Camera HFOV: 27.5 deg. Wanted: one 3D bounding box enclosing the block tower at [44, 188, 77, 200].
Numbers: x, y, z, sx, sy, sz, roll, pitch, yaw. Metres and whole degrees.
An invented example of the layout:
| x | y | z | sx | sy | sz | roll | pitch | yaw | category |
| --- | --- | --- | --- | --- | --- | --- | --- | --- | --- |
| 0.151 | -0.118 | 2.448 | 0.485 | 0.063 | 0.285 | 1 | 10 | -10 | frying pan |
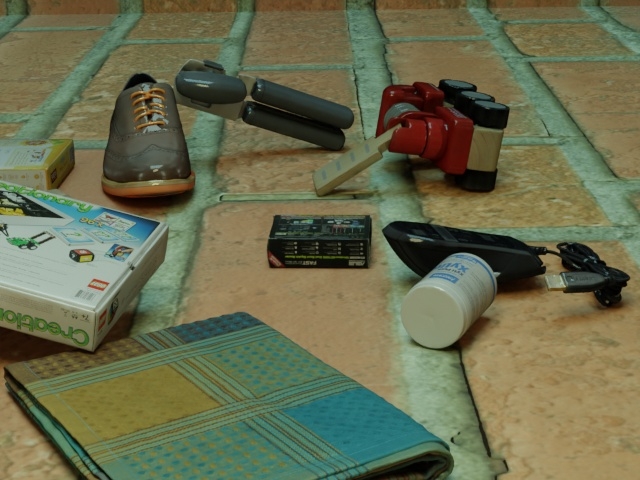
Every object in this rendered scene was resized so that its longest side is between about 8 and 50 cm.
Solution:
| x | y | z | sx | sy | sz | roll | pitch | yaw | category |
| --- | --- | --- | --- | --- | --- | --- | --- | --- | --- |
| -0.423 | 0.022 | 1.440 | 0.336 | 0.097 | 0.091 | -15 | 24 | -33 | block tower |

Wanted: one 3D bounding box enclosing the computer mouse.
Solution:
| x | y | z | sx | sy | sz | roll | pitch | yaw | category |
| --- | --- | --- | --- | --- | --- | --- | --- | --- | --- |
| 0.202 | 0.036 | 1.430 | 0.262 | 0.060 | 0.184 | 6 | 13 | -14 | computer mouse |

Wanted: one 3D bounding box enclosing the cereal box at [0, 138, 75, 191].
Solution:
| x | y | z | sx | sy | sz | roll | pitch | yaw | category |
| --- | --- | --- | --- | --- | --- | --- | --- | --- | --- |
| -0.488 | -0.106 | 1.877 | 0.240 | 0.047 | 0.173 | 0 | 19 | 3 | cereal box |

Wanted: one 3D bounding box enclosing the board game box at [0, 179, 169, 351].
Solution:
| x | y | z | sx | sy | sz | roll | pitch | yaw | category |
| --- | --- | --- | --- | --- | --- | --- | --- | --- | --- |
| -0.331 | 0.007 | 1.329 | 0.305 | 0.053 | 0.193 | 14 | 29 | 9 | board game box |

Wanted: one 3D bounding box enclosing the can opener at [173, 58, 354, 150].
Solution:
| x | y | z | sx | sy | sz | roll | pitch | yaw | category |
| --- | --- | --- | --- | --- | --- | --- | --- | --- | --- |
| -0.085 | -0.195 | 1.959 | 0.284 | 0.076 | 0.095 | 16 | 24 | -16 | can opener |

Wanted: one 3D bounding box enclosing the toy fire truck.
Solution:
| x | y | z | sx | sy | sz | roll | pitch | yaw | category |
| --- | --- | --- | --- | --- | --- | --- | --- | --- | --- |
| 0.113 | -0.142 | 1.850 | 0.246 | 0.158 | 0.217 | 5 | 18 | -15 | toy fire truck |

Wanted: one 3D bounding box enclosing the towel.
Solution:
| x | y | z | sx | sy | sz | roll | pitch | yaw | category |
| --- | --- | --- | --- | --- | --- | --- | --- | --- | --- |
| -0.094 | 0.153 | 1.137 | 0.272 | 0.040 | 0.370 | -11 | 20 | -29 | towel |

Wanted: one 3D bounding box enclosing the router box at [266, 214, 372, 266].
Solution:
| x | y | z | sx | sy | sz | roll | pitch | yaw | category |
| --- | --- | --- | --- | --- | --- | --- | --- | --- | --- |
| 0.000 | 0.000 | 1.565 | 0.123 | 0.038 | 0.092 | 1 | 20 | 4 | router box |

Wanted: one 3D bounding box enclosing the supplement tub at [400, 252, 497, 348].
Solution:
| x | y | z | sx | sy | sz | roll | pitch | yaw | category |
| --- | --- | --- | --- | --- | --- | --- | --- | --- | --- |
| 0.133 | 0.060 | 1.339 | 0.071 | 0.071 | 0.107 | 8 | 20 | 24 | supplement tub |

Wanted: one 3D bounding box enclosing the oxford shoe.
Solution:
| x | y | z | sx | sy | sz | roll | pitch | yaw | category |
| --- | --- | --- | --- | --- | --- | --- | --- | --- | --- |
| -0.254 | -0.152 | 1.868 | 0.130 | 0.132 | 0.363 | -5 | 20 | -12 | oxford shoe |
